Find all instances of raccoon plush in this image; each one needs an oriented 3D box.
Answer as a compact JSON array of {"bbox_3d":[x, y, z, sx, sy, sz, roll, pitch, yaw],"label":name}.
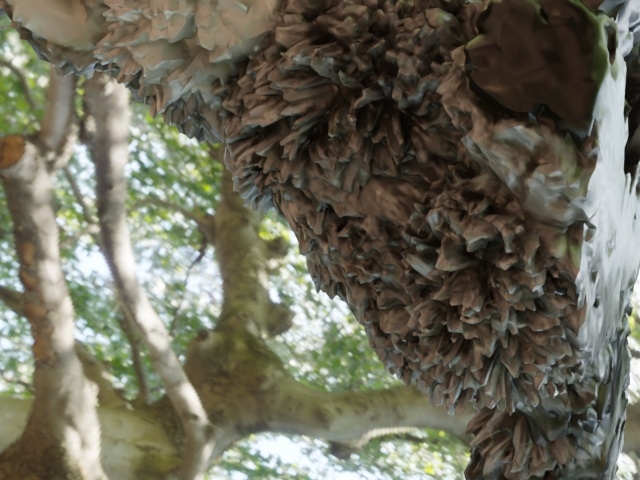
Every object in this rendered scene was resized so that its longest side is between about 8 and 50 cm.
[{"bbox_3d":[0.000,0.000,0.525,0.299,0.216,0.446,10,-72,24],"label":"raccoon plush"}]
